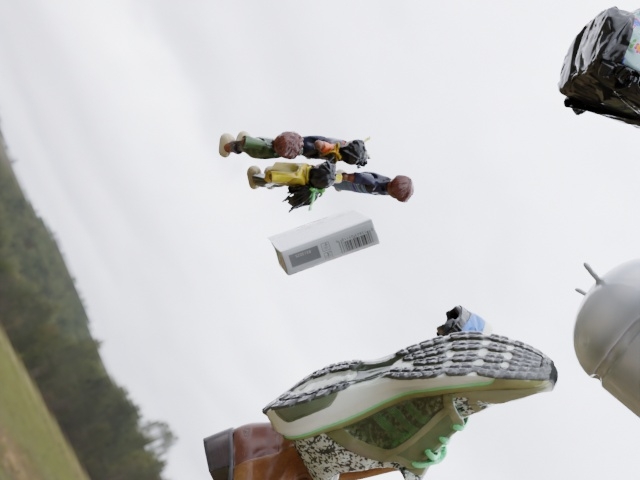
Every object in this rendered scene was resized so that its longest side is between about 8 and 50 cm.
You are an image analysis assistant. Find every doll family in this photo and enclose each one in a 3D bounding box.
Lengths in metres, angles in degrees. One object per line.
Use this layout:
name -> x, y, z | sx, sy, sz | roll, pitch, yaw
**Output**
doll family -> 0.004, -0.067, 1.130 | 0.111, 0.193, 0.076 | 3, -82, 50

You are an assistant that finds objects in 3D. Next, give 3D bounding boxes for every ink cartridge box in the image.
ink cartridge box -> 0.000, 0.000, 1.831 | 0.179, 0.145, 0.045 | -149, -140, -81

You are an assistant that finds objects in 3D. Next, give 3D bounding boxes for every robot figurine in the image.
robot figurine -> 0.489, 0.160, 1.664 | 0.353, 0.200, 0.300 | 41, -23, 17

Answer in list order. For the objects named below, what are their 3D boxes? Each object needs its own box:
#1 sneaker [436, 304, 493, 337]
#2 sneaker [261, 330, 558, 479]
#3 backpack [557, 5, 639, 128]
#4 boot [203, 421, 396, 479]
sneaker -> 0.206, 0.168, 1.864 | 0.084, 0.152, 0.058 | 34, -35, -16
sneaker -> 0.133, 0.243, 1.649 | 0.158, 0.410, 0.182 | -44, 116, -61
backpack -> 0.350, -0.170, 1.244 | 0.152, 0.182, 0.115 | 160, -53, -83
boot -> -0.007, 0.359, 1.756 | 0.096, 0.280, 0.264 | 76, -2, -51
